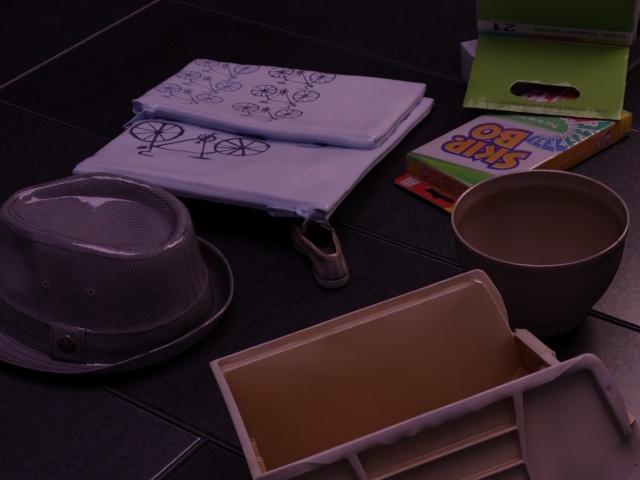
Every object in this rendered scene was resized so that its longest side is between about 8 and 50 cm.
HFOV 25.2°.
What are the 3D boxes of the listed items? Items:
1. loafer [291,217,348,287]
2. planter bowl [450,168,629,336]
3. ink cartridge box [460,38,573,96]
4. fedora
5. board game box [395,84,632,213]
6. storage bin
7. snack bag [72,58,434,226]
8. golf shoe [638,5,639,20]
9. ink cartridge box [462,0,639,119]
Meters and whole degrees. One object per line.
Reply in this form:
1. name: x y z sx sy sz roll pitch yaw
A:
1. loafer: 0.000 0.000 1.461 0.045 0.039 0.125 -14 35 -11
2. planter bowl: 0.204 0.021 1.342 0.162 0.109 0.162 -3 33 2
3. ink cartridge box: 0.242 -0.212 1.732 0.122 0.052 0.088 -14 36 -11
4. fedora: -0.224 0.016 1.393 0.275 0.124 0.243 13 37 24
5. board game box: 0.214 -0.103 1.594 0.259 0.039 0.124 -30 41 -28
6. storage bin: 0.072 0.138 1.074 0.260 0.123 0.262 -20 14 -6
7. snack bag: -0.076 -0.126 1.629 0.323 0.037 0.342 11 31 22
8. golf shoe: 0.367 -0.324 1.833 0.306 0.115 0.140 -29 44 -30
9. ink cartridge box: 0.273 -0.265 1.659 0.189 0.097 0.255 6 50 11
